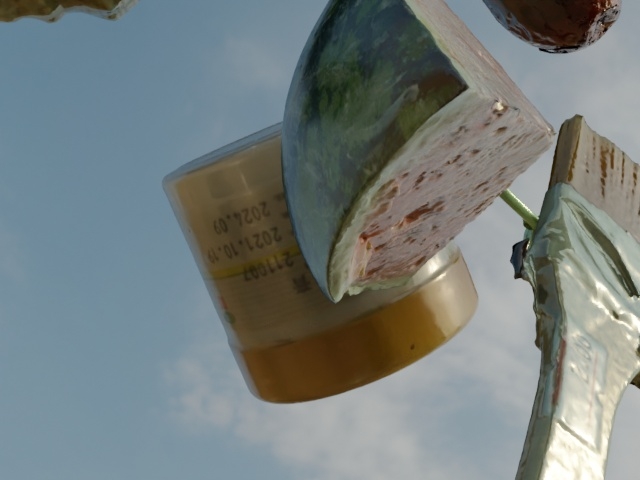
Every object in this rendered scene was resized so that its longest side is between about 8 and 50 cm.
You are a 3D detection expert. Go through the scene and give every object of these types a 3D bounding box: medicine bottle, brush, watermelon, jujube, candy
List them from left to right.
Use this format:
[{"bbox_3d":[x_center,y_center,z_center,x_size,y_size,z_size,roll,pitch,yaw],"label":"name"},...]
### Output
[{"bbox_3d":[0.000,0.000,0.918,0.238,0.238,0.232,-17,-78,30],"label":"medicine bottle"},{"bbox_3d":[0.050,-0.063,0.652,0.176,0.256,0.260,29,-51,-12],"label":"watermelon"},{"bbox_3d":[0.275,-0.076,1.498,0.440,0.119,0.119,37,-47,-25],"label":"candy"},{"bbox_3d":[0.367,-0.406,1.571,0.243,0.183,0.183,42,-31,31],"label":"jujube"},{"bbox_3d":[0.097,0.069,0.369,0.085,0.336,0.020,39,-45,-15],"label":"brush"}]

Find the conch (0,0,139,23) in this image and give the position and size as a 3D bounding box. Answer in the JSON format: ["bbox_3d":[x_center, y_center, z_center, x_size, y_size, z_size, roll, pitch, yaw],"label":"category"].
[{"bbox_3d":[-0.142,-0.299,0.847,0.386,0.169,0.203,-37,-96,2],"label":"conch"}]
